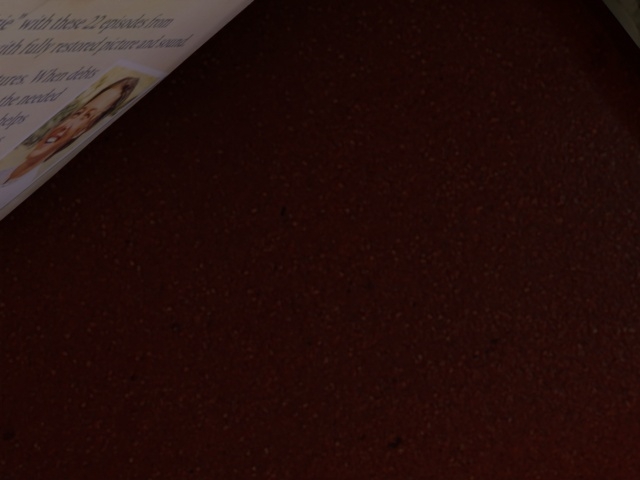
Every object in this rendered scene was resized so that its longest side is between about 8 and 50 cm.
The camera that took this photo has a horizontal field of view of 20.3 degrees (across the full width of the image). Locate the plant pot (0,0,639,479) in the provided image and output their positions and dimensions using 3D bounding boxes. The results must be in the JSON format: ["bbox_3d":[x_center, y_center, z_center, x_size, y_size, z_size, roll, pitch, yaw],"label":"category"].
[{"bbox_3d":[0.000,0.000,0.578,0.267,0.235,0.267,-26,-171,9],"label":"plant pot"}]

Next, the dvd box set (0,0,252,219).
[{"bbox_3d":[-0.154,-0.003,0.333,0.420,0.062,0.307,-39,175,19],"label":"dvd box set"}]

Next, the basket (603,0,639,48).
[{"bbox_3d":[0.127,-0.122,0.780,0.113,0.167,0.103,-29,174,-1],"label":"basket"}]
